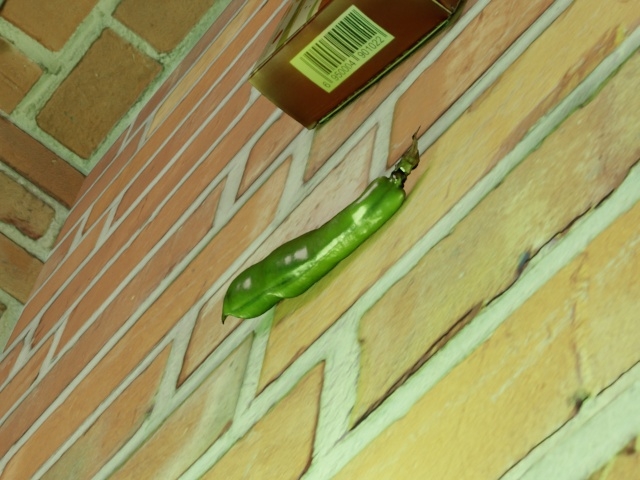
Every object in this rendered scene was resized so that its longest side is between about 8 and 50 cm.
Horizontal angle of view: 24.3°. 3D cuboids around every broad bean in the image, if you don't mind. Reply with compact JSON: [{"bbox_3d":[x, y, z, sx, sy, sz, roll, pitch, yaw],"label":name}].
[{"bbox_3d":[-0.002,0.005,1.572,0.318,0.056,0.098,-39,14,28],"label":"broad bean"}]

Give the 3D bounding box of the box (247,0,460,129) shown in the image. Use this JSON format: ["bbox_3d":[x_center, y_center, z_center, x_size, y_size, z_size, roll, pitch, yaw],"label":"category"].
[{"bbox_3d":[0.098,-0.379,1.980,0.344,0.122,0.385,-34,24,52],"label":"box"}]
